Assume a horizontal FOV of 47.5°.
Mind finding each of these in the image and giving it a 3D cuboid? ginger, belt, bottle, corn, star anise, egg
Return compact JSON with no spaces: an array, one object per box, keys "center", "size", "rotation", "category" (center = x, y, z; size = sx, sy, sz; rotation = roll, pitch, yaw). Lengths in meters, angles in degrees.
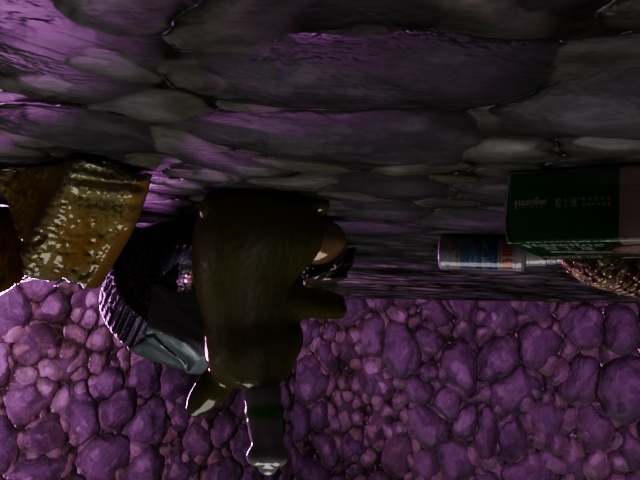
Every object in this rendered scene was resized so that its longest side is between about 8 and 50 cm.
[{"center":[-0.572,0.014,1.240],"size":[0.357,0.152,0.274],"rotation":[-3,-170,44],"category":"ginger"},{"center":[-0.180,0.086,1.160],"size":[0.324,0.260,0.122],"rotation":[5,137,-30],"category":"belt"},{"center":[0.306,0.023,1.208],"size":[0.217,0.060,0.060],"rotation":[2,173,16],"category":"bottle"},{"center":[0.492,0.043,1.155],"size":[0.289,0.098,0.098],"rotation":[12,169,-33],"category":"corn"},{"center":[-0.049,0.050,1.434],"size":[0.223,0.109,0.236],"rotation":[2,172,-27],"category":"star anise"},{"center":[0.000,0.000,1.129],"size":[0.083,0.071,0.071],"rotation":[-16,166,23],"category":"egg"}]

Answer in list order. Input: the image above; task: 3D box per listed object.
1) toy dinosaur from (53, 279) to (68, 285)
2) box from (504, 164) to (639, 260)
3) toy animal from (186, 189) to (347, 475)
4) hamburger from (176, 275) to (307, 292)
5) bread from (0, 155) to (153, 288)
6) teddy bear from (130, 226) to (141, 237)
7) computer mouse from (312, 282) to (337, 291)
[{"center":[-0.423,0.045,1.531],"size":[0.393,0.092,0.205],"rotation":[-4,161,31],"category":"toy dinosaur"},{"center":[0.304,-0.026,0.740],"size":[0.199,0.081,0.135],"rotation":[-4,170,34],"category":"box"},{"center":[-0.084,0.110,0.993],"size":[0.181,0.363,0.180],"rotation":[2,-172,38],"category":"toy animal"},{"center":[-0.188,0.124,1.727],"size":[0.318,0.195,0.277],"rotation":[-5,167,37],"category":"hamburger"},{"center":[-0.297,-0.059,0.866],"size":[0.140,0.169,0.160],"rotation":[13,-151,-50],"category":"bread"},{"center":[-0.317,0.054,1.322],"size":[0.129,0.182,0.251],"rotation":[-18,163,-18],"category":"teddy bear"},{"center":[-0.036,0.129,2.034],"size":[0.071,0.126,0.231],"rotation":[24,-169,35],"category":"computer mouse"}]
